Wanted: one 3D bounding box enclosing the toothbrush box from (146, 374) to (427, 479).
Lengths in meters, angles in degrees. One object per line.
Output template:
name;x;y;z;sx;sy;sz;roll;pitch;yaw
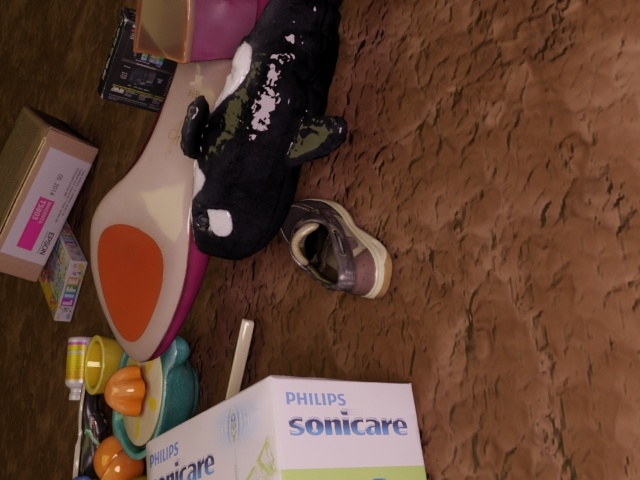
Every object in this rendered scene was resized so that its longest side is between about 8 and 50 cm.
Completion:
toothbrush box;-0.022;0.257;0.557;0.206;0.122;0.283;-35;53;48

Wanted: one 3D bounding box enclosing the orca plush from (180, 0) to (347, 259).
orca plush;-0.006;-0.104;0.639;0.102;0.151;0.287;29;88;29

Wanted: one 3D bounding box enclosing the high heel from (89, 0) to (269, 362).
high heel;-0.101;-0.067;0.764;0.127;0.181;0.377;28;116;25

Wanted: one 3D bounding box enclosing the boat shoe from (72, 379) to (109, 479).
boat shoe;-0.292;0.238;1.045;0.049;0.042;0.133;133;137;-70

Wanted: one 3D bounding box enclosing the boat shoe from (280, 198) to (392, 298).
boat shoe;0.000;0.000;0.645;0.152;0.049;0.056;32;111;56

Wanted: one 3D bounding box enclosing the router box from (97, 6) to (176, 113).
router box;-0.166;-0.184;0.873;0.092;0.122;0.038;-62;32;26

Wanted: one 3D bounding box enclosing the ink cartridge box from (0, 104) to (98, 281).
ink cartridge box;-0.458;-0.078;1.286;0.193;0.088;0.234;33;97;53

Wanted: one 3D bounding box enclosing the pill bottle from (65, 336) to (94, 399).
pill bottle;-0.319;0.172;1.095;0.043;0.043;0.083;-17;69;54

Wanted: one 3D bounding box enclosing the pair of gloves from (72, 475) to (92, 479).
pair of gloves;-0.222;0.343;0.879;0.198;0.023;0.159;17;116;53

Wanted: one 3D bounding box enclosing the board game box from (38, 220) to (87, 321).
board game box;-0.404;0.042;1.271;0.154;0.026;0.103;44;119;52

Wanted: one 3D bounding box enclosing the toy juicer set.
toy juicer set;-0.179;0.193;0.837;0.329;0.089;0.209;-16;69;54
